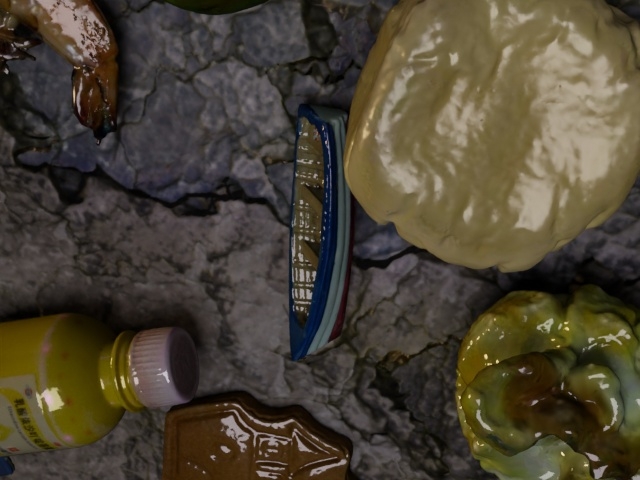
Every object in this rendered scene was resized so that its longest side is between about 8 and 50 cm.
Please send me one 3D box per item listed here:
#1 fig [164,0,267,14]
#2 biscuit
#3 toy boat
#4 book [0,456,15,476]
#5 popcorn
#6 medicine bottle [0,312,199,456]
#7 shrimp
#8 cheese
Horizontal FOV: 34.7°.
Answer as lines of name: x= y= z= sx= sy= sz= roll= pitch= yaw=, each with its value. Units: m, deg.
fig: x=-0.070 y=-0.240 z=0.678 sx=0.181 sy=0.181 sz=0.191 roll=24 pitch=147 yaw=-1
biscuit: x=-0.048 y=0.234 z=0.983 sx=0.215 sy=0.034 sz=0.182 roll=11 pitch=119 yaw=6
toy boat: x=0.000 y=0.000 z=0.841 sx=0.046 sy=0.080 sz=0.229 roll=-10 pitch=119 yaw=-22
book: x=-0.451 y=0.107 z=0.995 sx=0.228 sy=0.018 sz=0.322 roll=-9 pitch=114 yaw=26
popcorn: x=0.186 y=0.129 z=0.797 sx=0.198 sy=0.212 sz=0.198 roll=-2 pitch=86 yaw=27
medicine bottle: x=-0.218 y=0.124 z=0.914 sx=0.212 sy=0.122 sz=0.122 roll=-9 pitch=114 yaw=16
shrimp: x=-0.275 y=-0.121 z=0.841 sx=0.222 sy=0.054 sz=0.290 roll=27 pitch=119 yaw=-4
cheese: x=0.132 y=-0.090 z=0.740 sx=0.214 sy=0.117 sz=0.226 roll=25 pitch=114 yaw=-8
